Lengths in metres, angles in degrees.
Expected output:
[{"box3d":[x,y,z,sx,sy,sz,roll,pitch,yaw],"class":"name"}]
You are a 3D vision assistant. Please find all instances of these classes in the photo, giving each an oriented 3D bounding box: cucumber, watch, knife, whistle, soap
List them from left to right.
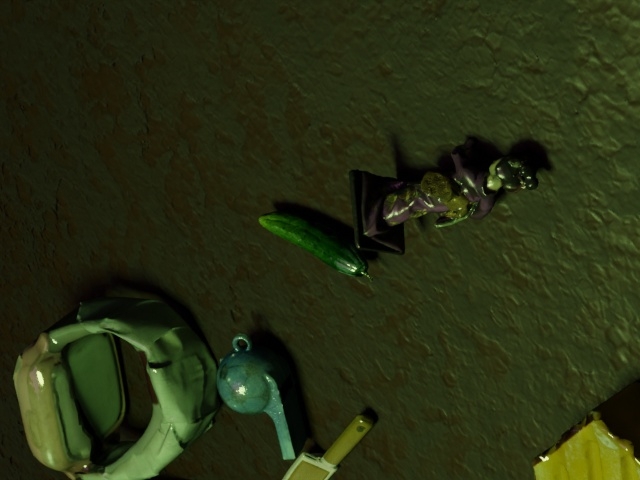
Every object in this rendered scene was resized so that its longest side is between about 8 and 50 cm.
[{"box3d":[-0.237,0.186,2.232,0.241,0.162,0.253,9,123,29],"class":"watch"},{"box3d":[-0.075,0.178,2.085,0.090,0.090,0.157,9,120,43],"class":"whistle"},{"box3d":[-0.003,0.260,2.103,0.046,0.022,0.256,23,140,-11],"class":"knife"},{"box3d":[0.000,0.000,1.933,0.168,0.039,0.039,28,131,36],"class":"cucumber"},{"box3d":[0.294,0.264,1.752,0.160,0.080,0.257,10,120,41],"class":"soap"}]

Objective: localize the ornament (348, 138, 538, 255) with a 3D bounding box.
[{"box3d":[0.126,-0.056,1.750,0.203,0.088,0.081,-23,72,38],"class":"ornament"}]
